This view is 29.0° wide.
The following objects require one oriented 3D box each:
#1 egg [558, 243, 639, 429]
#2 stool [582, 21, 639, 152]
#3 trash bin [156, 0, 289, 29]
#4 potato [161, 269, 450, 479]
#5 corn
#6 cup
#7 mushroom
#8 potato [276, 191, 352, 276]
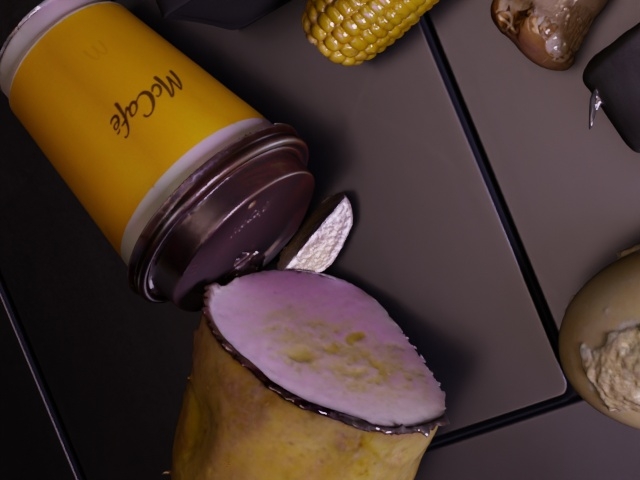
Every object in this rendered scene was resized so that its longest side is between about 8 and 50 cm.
[{"bbox_3d":[0.290,0.080,0.977,0.202,0.164,0.164,-6,96,18],"label":"egg"},{"bbox_3d":[0.315,-0.135,0.939,0.228,0.153,0.139,-35,86,19],"label":"stool"},{"bbox_3d":[-0.103,-0.308,1.045,0.115,0.165,0.225,-25,87,20],"label":"trash bin"},{"bbox_3d":[-0.025,0.193,1.071,0.229,0.229,0.266,27,115,12],"label":"potato"},{"bbox_3d":[0.101,-0.269,1.017,0.305,0.106,0.106,-43,84,21],"label":"corn"},{"bbox_3d":[-0.148,-0.086,1.084,0.279,0.196,0.196,46,108,15],"label":"cup"},{"bbox_3d":[0.217,-0.242,1.004,0.084,0.071,0.209,41,107,42],"label":"mushroom"},{"bbox_3d":[-0.001,0.000,1.124,0.036,0.037,0.093,40,88,-22],"label":"potato"}]
